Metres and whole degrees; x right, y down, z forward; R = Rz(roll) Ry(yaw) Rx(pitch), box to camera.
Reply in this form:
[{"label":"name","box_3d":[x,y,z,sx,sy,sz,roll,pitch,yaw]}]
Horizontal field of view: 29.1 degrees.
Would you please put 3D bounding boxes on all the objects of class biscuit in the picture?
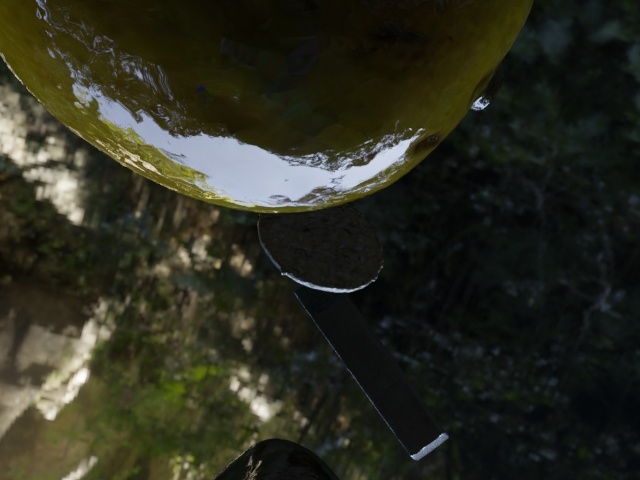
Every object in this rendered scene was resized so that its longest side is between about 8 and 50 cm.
[{"label":"biscuit","box_3d":[0.000,0.000,1.355,0.152,0.020,0.152,16,-138,-15]}]

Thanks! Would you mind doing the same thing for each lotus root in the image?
[{"label":"lotus root","box_3d":[-0.057,0.406,1.662,0.250,0.250,0.346,15,-169,-9]}]

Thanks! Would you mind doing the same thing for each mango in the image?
[{"label":"mango","box_3d":[-0.065,-0.213,0.584,0.445,0.301,0.220,58,-157,-26]}]

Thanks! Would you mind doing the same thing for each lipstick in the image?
[{"label":"lipstick","box_3d":[0.077,0.189,1.895,0.317,0.066,0.068,54,-179,20]}]
